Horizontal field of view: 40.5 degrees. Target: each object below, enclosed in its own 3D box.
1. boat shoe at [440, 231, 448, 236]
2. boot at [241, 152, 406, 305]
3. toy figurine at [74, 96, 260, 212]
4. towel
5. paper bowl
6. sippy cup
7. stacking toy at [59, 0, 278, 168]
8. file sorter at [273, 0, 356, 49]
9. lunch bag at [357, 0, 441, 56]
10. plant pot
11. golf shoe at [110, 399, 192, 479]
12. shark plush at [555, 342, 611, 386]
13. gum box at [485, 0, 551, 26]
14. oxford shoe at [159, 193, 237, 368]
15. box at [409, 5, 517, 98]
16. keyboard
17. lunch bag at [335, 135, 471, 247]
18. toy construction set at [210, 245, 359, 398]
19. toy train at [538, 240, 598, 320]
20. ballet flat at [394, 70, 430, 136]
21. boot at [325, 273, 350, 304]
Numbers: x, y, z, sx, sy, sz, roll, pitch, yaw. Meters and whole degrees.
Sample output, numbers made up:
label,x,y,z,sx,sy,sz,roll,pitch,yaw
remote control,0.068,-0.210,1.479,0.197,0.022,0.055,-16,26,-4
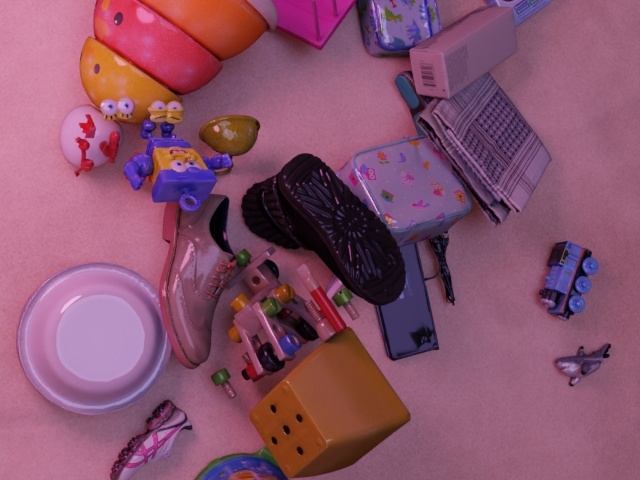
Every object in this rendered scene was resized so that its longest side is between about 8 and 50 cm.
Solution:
label,x,y,z,sx,sy,sz,roll,pitch,yaw
boat shoe,0.255,-0.051,1.952,0.035,0.035,0.100,-38,99,-19
boot,0.002,-0.003,1.729,0.131,0.260,0.348,-37,92,-28
toy figurine,-0.254,-0.117,1.609,0.362,0.191,0.217,-1,46,-35
towel,0.381,-0.226,1.943,0.312,0.056,0.324,52,47,-9
paper bowl,-0.418,0.182,1.623,0.284,0.148,0.284,2,85,-22
sippy cup,-0.128,0.540,1.661,0.240,0.224,0.305,-3,86,-21
stacking toy,-0.335,-0.340,1.646,0.350,0.350,0.480,32,91,-15
file sorter,-0.013,-0.588,1.777,0.202,0.182,0.291,30,74,15
lunch bag,0.175,-0.526,1.934,0.176,0.090,0.219,-9,90,-24
plant pot,-0.002,0.323,1.619,0.187,0.212,0.212,-17,66,-48
golf shoe,-0.327,0.404,1.680,0.086,0.067,0.186,45,72,-13
shark plush,0.637,0.278,2.063,0.161,0.073,0.067,-28,66,-16
gum box,0.454,-0.615,2.069,0.157,0.041,0.184,-37,100,-19
oxford shoe,-0.228,0.070,1.668,0.130,0.123,0.348,-8,76,17
box,0.322,-0.422,1.927,0.275,0.094,0.113,-36,126,-34
keyboard,0.208,0.092,1.925,0.201,0.033,0.317,-12,91,-13
lunch bag,0.177,-0.109,1.847,0.279,0.108,0.224,-16,70,-39
toy construction set,-0.090,0.113,1.679,0.257,0.309,0.237,-32,88,-42
toy train,0.580,0.093,2.045,0.105,0.080,0.184,25,80,-8
ballet flat,0.234,-0.299,1.953,0.070,0.070,0.188,-28,99,-20
boot,0.056,0.043,1.862,0.086,0.069,0.190,40,91,27
